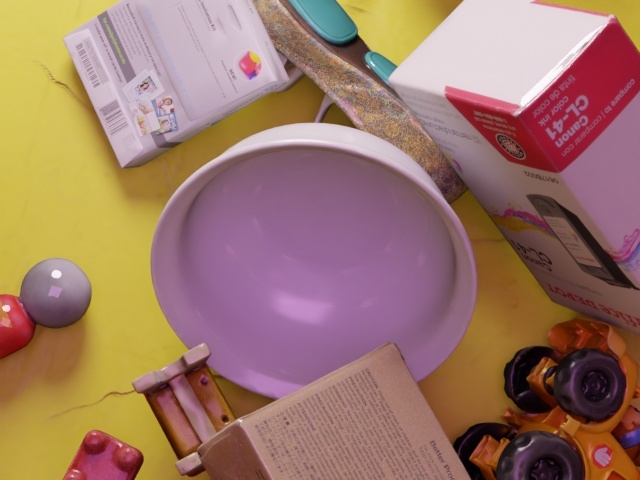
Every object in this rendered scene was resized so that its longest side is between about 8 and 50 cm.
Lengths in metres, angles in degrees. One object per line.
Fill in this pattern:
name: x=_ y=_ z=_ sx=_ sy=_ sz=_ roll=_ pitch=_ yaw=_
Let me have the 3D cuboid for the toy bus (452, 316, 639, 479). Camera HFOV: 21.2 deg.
toy bus: x=0.255 y=0.213 z=1.611 sx=0.211 sy=0.149 sz=0.220 roll=36 pitch=78 yaw=-12

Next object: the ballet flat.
ballet flat: x=0.010 y=-0.160 z=1.660 sx=0.348 sy=0.123 sz=0.123 roll=43 pitch=81 yaw=4

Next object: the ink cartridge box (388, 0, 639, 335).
ink cartridge box: x=0.232 y=-0.063 z=1.529 sx=0.131 sy=0.226 sz=0.306 roll=-45 pitch=118 yaw=-12

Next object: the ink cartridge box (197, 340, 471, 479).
ink cartridge box: x=0.035 y=0.233 z=1.485 sx=0.193 sy=0.088 sz=0.234 roll=-22 pitch=79 yaw=-39

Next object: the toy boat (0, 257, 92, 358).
toy boat: x=-0.343 y=-0.027 z=1.571 sx=0.148 sy=0.267 sz=0.318 roll=-31 pitch=116 yaw=-3

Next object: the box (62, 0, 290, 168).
box: x=-0.140 y=-0.174 z=1.637 sx=0.186 sy=0.038 sz=0.145 roll=-28 pitch=84 yaw=24

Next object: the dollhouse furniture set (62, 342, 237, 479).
dollhouse furniture set: x=-0.107 y=0.309 z=1.562 sx=0.201 sy=0.152 sz=0.374 roll=-28 pitch=80 yaw=-8

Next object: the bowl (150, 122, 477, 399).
bowl: x=0.000 y=0.000 z=1.588 sx=0.298 sy=0.134 sz=0.298 roll=4 pitch=126 yaw=6
